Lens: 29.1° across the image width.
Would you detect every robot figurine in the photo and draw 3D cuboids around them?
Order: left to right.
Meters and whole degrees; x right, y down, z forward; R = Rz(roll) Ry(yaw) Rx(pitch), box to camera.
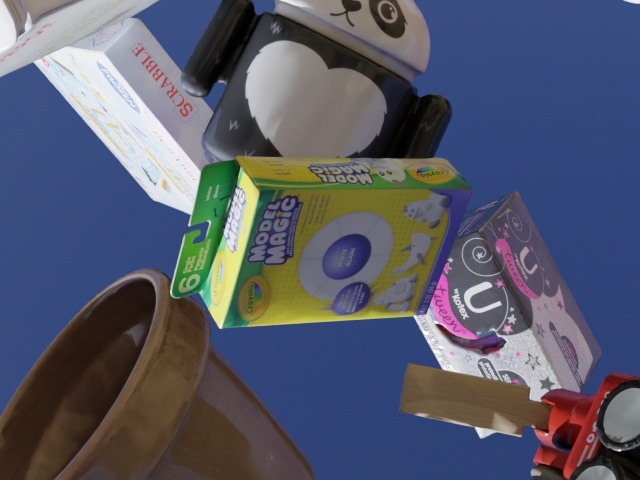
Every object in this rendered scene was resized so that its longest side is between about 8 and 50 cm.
[{"bbox_3d":[-0.006,-0.132,1.194,0.173,0.209,0.278,34,-81,50],"label":"robot figurine"}]

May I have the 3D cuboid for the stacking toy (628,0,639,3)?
[{"bbox_3d":[0.484,-0.356,1.475,0.351,0.350,0.480,-21,-162,-15],"label":"stacking toy"}]

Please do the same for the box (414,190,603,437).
[{"bbox_3d":[0.223,0.090,1.535,0.142,0.247,0.163,-26,-172,31],"label":"box"}]

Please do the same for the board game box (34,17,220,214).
[{"bbox_3d":[-0.225,-0.156,1.601,0.066,0.318,0.318,-47,-148,-15],"label":"board game box"}]

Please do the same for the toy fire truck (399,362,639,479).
[{"bbox_3d":[0.167,0.195,0.964,0.246,0.158,0.217,9,-110,60],"label":"toy fire truck"}]

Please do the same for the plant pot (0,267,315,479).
[{"bbox_3d":[-0.132,0.189,1.063,0.229,0.263,0.263,37,-135,-22],"label":"plant pot"}]

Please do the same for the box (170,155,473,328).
[{"bbox_3d":[0.000,0.000,0.773,0.179,0.105,0.043,-1,-145,-28],"label":"box"}]

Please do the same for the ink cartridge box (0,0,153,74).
[{"bbox_3d":[-0.252,-0.279,1.168,0.279,0.160,0.385,-21,-167,43],"label":"ink cartridge box"}]
